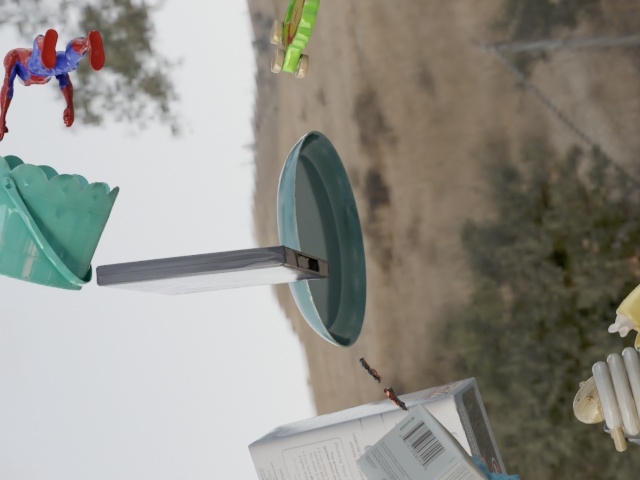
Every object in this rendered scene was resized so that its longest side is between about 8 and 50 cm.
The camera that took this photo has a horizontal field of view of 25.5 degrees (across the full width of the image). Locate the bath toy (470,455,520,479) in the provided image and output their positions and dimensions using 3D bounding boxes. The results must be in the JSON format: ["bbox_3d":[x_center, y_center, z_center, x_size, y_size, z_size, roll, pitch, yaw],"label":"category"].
[{"bbox_3d":[0.262,0.329,1.631,0.348,0.151,0.129,4,114,64],"label":"bath toy"}]

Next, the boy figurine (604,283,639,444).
[{"bbox_3d":[0.428,0.111,1.777,0.177,0.092,0.285,19,-106,-34],"label":"boy figurine"}]

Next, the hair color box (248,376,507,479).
[{"bbox_3d":[0.090,0.357,2.242,0.114,0.375,0.185,-22,-86,-63],"label":"hair color box"}]

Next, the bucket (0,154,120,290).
[{"bbox_3d":[-0.475,-0.036,2.287,0.281,0.281,0.183,4,-78,-82],"label":"bucket"}]

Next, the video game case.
[{"bbox_3d":[-0.108,0.035,1.538,0.274,0.196,0.026,19,-115,-80],"label":"video game case"}]

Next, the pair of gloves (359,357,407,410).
[{"bbox_3d":[0.081,0.184,1.808,0.083,0.010,0.074,49,-179,24],"label":"pair of gloves"}]

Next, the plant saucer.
[{"bbox_3d":[0.000,0.000,2.053,0.317,0.044,0.317,-8,-90,-73],"label":"plant saucer"}]

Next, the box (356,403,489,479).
[{"bbox_3d":[0.115,0.257,1.538,0.087,0.102,0.101,45,-177,-40],"label":"box"}]

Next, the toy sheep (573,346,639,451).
[{"bbox_3d":[0.293,0.138,1.281,0.091,0.132,0.091,-16,-90,-84],"label":"toy sheep"}]

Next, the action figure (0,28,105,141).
[{"bbox_3d":[-0.352,-0.191,1.815,0.280,0.092,0.139,-171,83,-67],"label":"action figure"}]

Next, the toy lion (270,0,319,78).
[{"bbox_3d":[-0.020,-0.210,1.340,0.100,0.034,0.096,-95,21,-56],"label":"toy lion"}]
